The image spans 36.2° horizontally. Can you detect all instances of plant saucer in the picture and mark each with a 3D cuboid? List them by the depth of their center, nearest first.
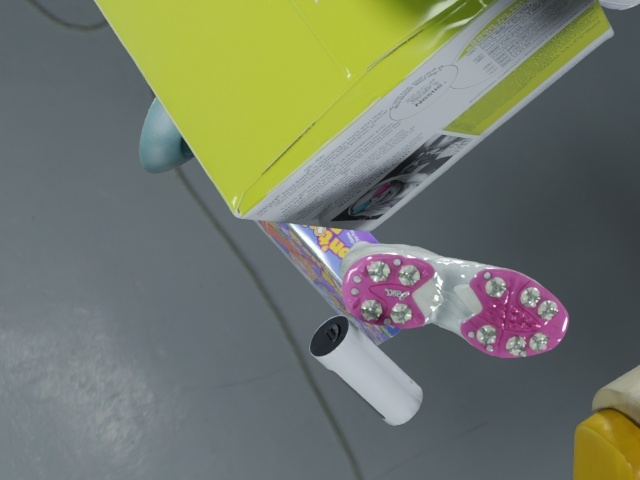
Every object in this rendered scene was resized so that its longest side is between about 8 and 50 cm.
[{"bbox_3d":[-0.178,-0.171,1.364,0.037,0.195,0.195,31,64,14],"label":"plant saucer"}]

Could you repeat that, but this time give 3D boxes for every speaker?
[{"bbox_3d":[0.050,0.139,1.049,0.136,0.055,0.055,45,61,-29],"label":"speaker"}]

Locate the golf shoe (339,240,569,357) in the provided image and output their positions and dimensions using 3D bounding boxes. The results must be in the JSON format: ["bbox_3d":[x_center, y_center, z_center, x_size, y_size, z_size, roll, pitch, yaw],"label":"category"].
[{"bbox_3d":[0.168,0.061,1.249,0.306,0.140,0.115,17,104,-14],"label":"golf shoe"}]

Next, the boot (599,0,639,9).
[{"bbox_3d":[0.500,-0.434,1.588,0.258,0.123,0.095,-14,94,-38],"label":"boot"}]

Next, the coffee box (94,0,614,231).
[{"bbox_3d":[0.026,-0.244,0.924,0.338,0.334,0.337,-38,76,17],"label":"coffee box"}]

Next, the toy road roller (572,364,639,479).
[{"bbox_3d":[0.398,0.278,0.961,0.202,0.329,0.240,-26,38,-19],"label":"toy road roller"}]

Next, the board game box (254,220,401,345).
[{"bbox_3d":[0.000,0.000,1.449,0.078,0.233,0.347,-41,84,-10],"label":"board game box"}]
